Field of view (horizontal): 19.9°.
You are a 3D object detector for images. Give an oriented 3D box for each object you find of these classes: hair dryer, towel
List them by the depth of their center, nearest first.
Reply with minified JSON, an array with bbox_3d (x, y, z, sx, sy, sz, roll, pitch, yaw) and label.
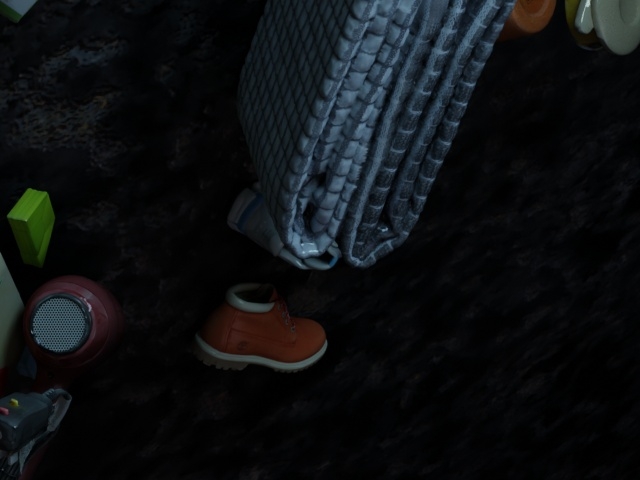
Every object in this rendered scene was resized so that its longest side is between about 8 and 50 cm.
[{"bbox_3d":[0.035,-0.153,1.416,0.121,0.235,0.284,10,123,-19],"label":"towel"},{"bbox_3d":[-0.239,0.126,1.512,0.224,0.080,0.293,-60,177,39],"label":"hair dryer"}]

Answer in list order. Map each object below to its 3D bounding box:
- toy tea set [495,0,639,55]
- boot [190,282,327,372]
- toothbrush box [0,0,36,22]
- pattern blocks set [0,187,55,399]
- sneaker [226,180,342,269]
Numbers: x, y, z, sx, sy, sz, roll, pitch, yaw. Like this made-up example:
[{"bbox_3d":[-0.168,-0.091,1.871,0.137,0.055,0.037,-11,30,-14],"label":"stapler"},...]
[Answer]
[{"bbox_3d":[0.188,-0.255,1.571,0.336,0.124,0.200,2,90,-49],"label":"toy tea set"},{"bbox_3d":[-0.044,0.081,1.773,0.158,0.059,0.085,3,122,-44],"label":"boot"},{"bbox_3d":[-0.247,-0.276,0.974,0.122,0.283,0.206,-45,146,8],"label":"toothbrush box"},{"bbox_3d":[-0.276,0.089,1.441,0.325,0.026,0.285,92,16,-58],"label":"pattern blocks set"},{"bbox_3d":[0.000,0.000,1.701,0.190,0.083,0.071,4,125,-47],"label":"sneaker"}]
